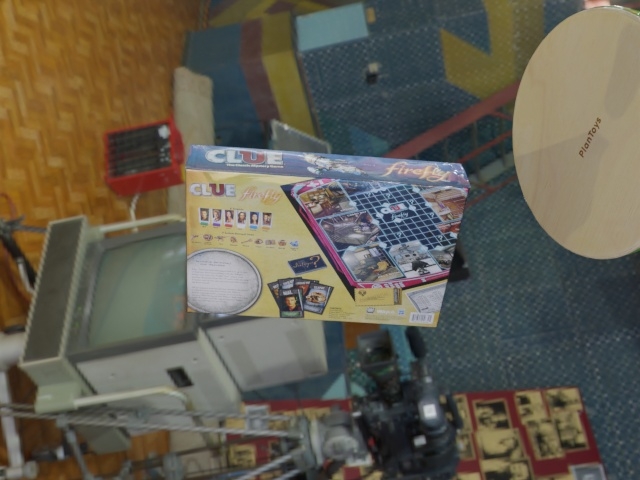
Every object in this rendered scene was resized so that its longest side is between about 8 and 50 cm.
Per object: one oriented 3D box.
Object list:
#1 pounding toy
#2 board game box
[{"bbox_3d":[0.253,-0.091,0.583,0.237,0.110,0.183,134,-54,-61],"label":"pounding toy"},{"bbox_3d":[0.000,0.000,0.737,0.042,0.243,0.165,-91,-173,-54],"label":"board game box"}]
